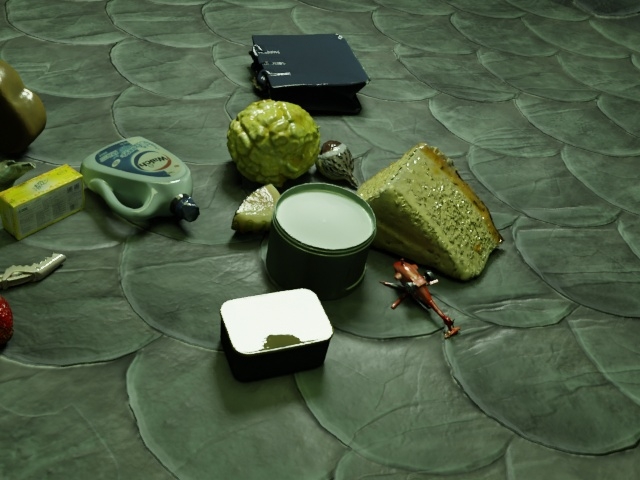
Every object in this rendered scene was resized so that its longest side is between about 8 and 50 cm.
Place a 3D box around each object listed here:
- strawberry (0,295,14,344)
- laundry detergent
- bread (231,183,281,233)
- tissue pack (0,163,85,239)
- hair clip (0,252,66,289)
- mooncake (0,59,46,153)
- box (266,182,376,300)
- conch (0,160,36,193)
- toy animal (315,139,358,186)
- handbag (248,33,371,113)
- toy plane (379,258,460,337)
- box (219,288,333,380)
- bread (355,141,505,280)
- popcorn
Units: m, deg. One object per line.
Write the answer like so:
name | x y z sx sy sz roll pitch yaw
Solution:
strawberry | -0.608 0.146 1.351 0.106 0.106 0.106 6 40 -5
laundry detergent | -0.396 -0.120 1.695 0.280 0.105 0.215 38 47 26
bread | -0.134 -0.064 1.703 0.094 0.083 0.157 20 43 6
tissue pack | -0.608 -0.086 1.612 0.062 0.095 0.176 34 46 24
hair clip | -0.614 0.076 1.470 0.226 0.034 0.072 -15 50 -30
mooncake | -0.785 -0.319 1.758 0.234 0.235 0.117 15 44 4
box | 0.000 0.000 1.608 0.226 0.149 0.226 7 41 -6
conch | -0.728 -0.116 1.618 0.233 0.114 0.137 -15 29 -10
toy animal | 0.050 -0.200 1.894 0.137 0.098 0.098 34 45 24
handbag | -0.047 -0.500 2.201 0.329 0.122 0.303 -4 44 -18
toy plane | 0.215 0.122 1.579 0.126 0.077 0.194 -11 53 -12
box | -0.089 0.182 1.421 0.201 0.090 0.144 -9 44 -22
bread | 0.225 -0.038 1.771 0.315 0.279 0.248 55 43 -14
popcorn | -0.116 -0.256 1.850 0.236 0.206 0.251 -8 30 0
